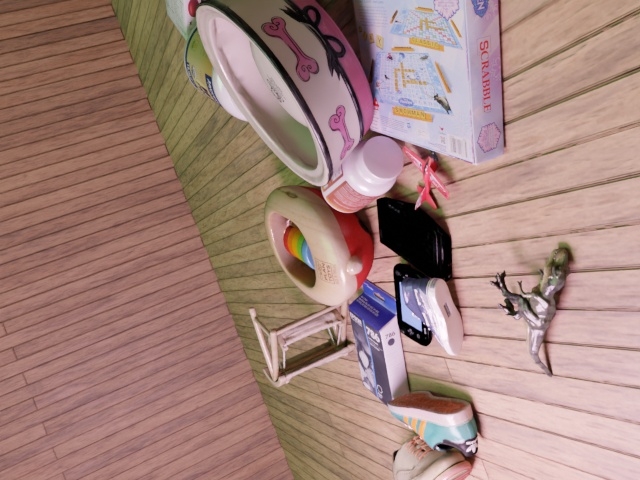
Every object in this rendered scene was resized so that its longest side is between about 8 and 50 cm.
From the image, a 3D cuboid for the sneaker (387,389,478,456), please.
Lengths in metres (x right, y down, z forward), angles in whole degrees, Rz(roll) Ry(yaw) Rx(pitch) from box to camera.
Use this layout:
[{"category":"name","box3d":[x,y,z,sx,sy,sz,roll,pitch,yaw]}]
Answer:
[{"category":"sneaker","box3d":[0.259,0.435,1.498,0.302,0.108,0.121,-13,94,67]}]

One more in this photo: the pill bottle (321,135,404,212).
[{"category":"pill bottle","box3d":[0.089,-0.141,1.343,0.121,0.121,0.216,67,158,4]}]

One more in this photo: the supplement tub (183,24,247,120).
[{"category":"supplement tub","box3d":[-0.188,-0.429,1.582,0.316,0.228,0.228,41,146,50]}]

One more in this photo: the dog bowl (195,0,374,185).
[{"category":"dog bowl","box3d":[-0.059,-0.311,1.222,0.408,0.150,0.408,48,169,13]}]

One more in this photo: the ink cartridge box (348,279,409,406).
[{"category":"ink cartridge box","box3d":[0.151,0.275,1.667,0.165,0.065,0.333,31,137,58]}]

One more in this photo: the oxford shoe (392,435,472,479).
[{"category":"oxford shoe","box3d":[0.255,0.569,1.600,0.147,0.140,0.397,66,158,20]}]

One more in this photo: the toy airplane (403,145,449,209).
[{"category":"toy airplane","box3d":[0.207,-0.114,1.219,0.151,0.028,0.151,51,153,40]}]

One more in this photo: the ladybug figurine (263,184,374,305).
[{"category":"ladybug figurine","box3d":[0.000,0.000,1.627,0.449,0.161,0.305,33,139,56]}]

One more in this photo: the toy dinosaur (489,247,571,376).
[{"category":"toy dinosaur","box3d":[0.348,0.115,1.064,0.118,0.064,0.268,37,146,42]}]

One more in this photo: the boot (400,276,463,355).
[{"category":"boot","box3d":[0.231,0.152,1.303,0.086,0.069,0.190,4,125,42]}]

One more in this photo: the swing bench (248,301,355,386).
[{"category":"swing bench","box3d":[-0.047,0.290,1.884,0.165,0.253,0.255,35,142,54]}]

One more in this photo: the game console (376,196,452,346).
[{"category":"game console","box3d":[0.207,0.083,1.384,0.213,0.043,0.361,38,144,52]}]

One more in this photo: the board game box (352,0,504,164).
[{"category":"board game box","box3d":[0.171,-0.317,1.064,0.318,0.065,0.318,35,141,55]}]

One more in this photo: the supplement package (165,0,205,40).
[{"category":"supplement package","box3d":[-0.296,-0.667,1.658,0.149,0.194,0.203,54,155,30]}]
